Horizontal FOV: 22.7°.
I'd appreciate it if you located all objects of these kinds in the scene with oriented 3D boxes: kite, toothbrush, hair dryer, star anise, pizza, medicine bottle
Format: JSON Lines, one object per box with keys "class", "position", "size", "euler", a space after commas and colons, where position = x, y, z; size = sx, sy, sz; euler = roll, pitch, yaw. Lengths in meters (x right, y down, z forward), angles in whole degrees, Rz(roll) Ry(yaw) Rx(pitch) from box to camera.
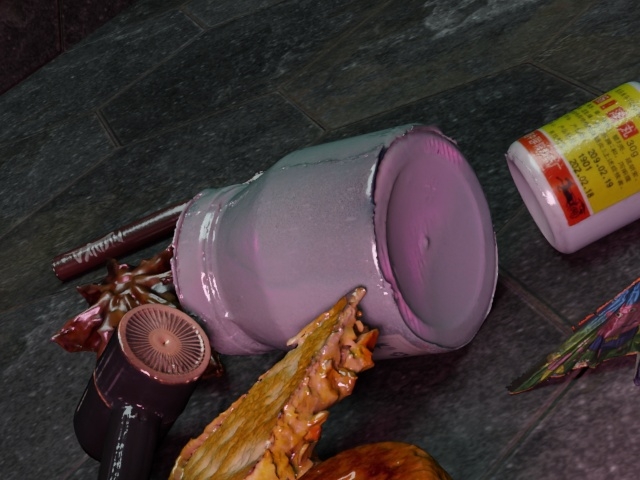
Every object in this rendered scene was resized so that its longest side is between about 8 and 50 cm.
{"class": "kite", "position": [0.335, 0.074, 1.530], "size": [0.321, 0.016, 0.234], "euler": [-16, 23, 24]}
{"class": "toothbrush", "position": [-0.235, -0.026, 2.367], "size": [0.364, 0.041, 0.041], "euler": [-24, 22, 9]}
{"class": "hair dryer", "position": [-0.209, 0.250, 1.630], "size": [0.352, 0.107, 0.189], "euler": [-82, 17, -44]}
{"class": "star anise", "position": [-0.174, 0.090, 1.916], "size": [0.237, 0.148, 0.346], "euler": [15, 39, 28]}
{"class": "pizza", "position": [-0.057, 0.190, 1.563], "size": [0.251, 0.074, 0.287], "euler": [-26, 25, 53]}
{"class": "medicine bottle", "position": [0.008, 0.014, 1.721], "size": [0.290, 0.245, 0.245], "euler": [-8, 28, 36]}
{"class": "medicine bottle", "position": [0.328, -0.092, 1.737], "size": [0.225, 0.139, 0.139], "euler": [-27, 22, -1]}

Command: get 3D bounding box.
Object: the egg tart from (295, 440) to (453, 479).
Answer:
{"class": "egg tart", "position": [0.049, 0.253, 1.269], "size": [0.203, 0.147, 0.202], "euler": [-24, 19, 9]}
